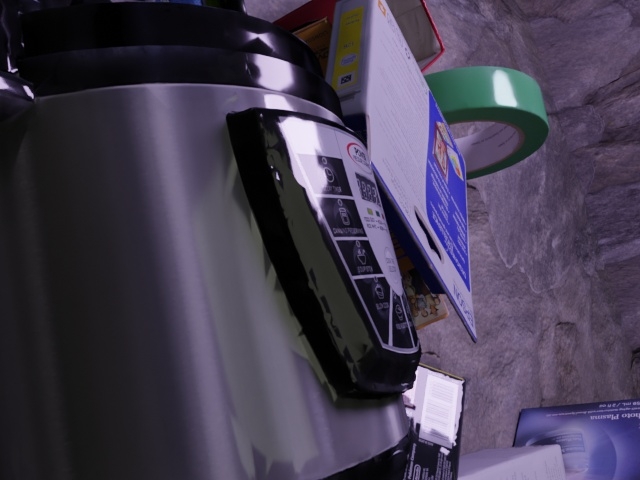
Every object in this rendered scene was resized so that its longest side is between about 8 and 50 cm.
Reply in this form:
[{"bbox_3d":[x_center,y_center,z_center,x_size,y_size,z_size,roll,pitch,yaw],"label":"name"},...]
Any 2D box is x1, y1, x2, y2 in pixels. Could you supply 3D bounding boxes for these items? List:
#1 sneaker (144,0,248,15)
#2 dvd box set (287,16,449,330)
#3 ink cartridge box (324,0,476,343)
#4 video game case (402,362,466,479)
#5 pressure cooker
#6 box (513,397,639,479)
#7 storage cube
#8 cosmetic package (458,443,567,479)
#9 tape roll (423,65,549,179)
[{"bbox_3d":[-0.123,-0.202,0.828,0.129,0.147,0.330,-8,83,-56],"label":"sneaker"},{"bbox_3d":[0.054,-0.111,0.963,0.307,0.062,0.420,-105,170,-73],"label":"dvd box set"},{"bbox_3d":[0.097,-0.082,0.760,0.304,0.072,0.307,53,34,-39],"label":"ink cartridge box"},{"bbox_3d":[0.061,0.265,0.860,0.248,0.035,0.275,21,51,-5],"label":"video game case"},{"bbox_3d":[-0.142,0.015,0.515,0.375,0.370,0.421,-6,79,-29],"label":"pressure cooker"},{"bbox_3d":[0.560,0.495,1.354,0.183,0.296,0.294,60,36,-19],"label":"box"},{"bbox_3d":[0.071,-0.346,1.123,0.184,0.193,0.215,62,35,-16],"label":"storage cube"},{"bbox_3d":[0.264,0.474,1.064,0.453,0.161,0.230,14,65,-52],"label":"cosmetic package"},{"bbox_3d":[0.237,-0.193,1.177,0.321,0.321,0.077,17,62,-51],"label":"tape roll"}]
